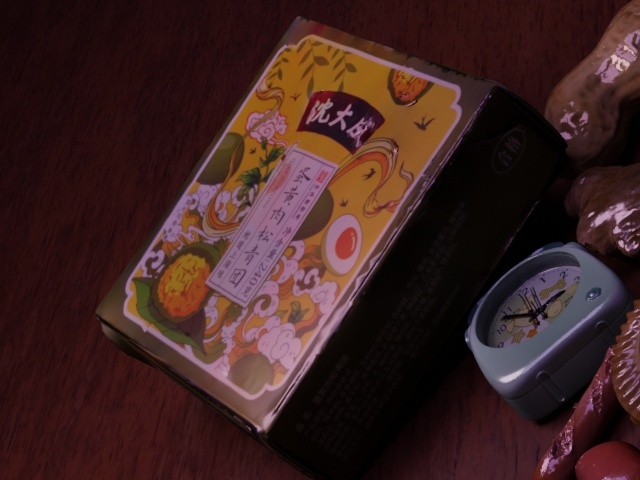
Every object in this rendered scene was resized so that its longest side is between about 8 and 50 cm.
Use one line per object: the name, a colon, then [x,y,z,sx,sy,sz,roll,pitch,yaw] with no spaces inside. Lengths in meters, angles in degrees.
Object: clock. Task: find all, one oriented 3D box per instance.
clock: [0.207,0.070,1.700,0.148,0.060,0.188,-41,25,6]

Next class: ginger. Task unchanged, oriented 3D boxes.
ginger: [0.341,-0.056,1.679,0.333,0.080,0.166,-21,40,44]

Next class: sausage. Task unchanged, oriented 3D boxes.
sausage: [0.237,0.195,1.468,0.054,0.059,0.094,-23,23,-7]
sausage: [0.226,0.154,1.577,0.036,0.042,0.158,27,69,23]

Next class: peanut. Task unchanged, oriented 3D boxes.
peanut: [0.300,-0.154,1.872,0.229,0.098,0.103,-50,-1,-8]

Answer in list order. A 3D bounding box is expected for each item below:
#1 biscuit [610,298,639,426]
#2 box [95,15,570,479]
biscuit: [0.346,0.079,1.469,0.259,0.079,0.259,-32,27,19]
box: [0.000,0.000,1.894,0.420,0.138,0.373,-56,35,-4]
